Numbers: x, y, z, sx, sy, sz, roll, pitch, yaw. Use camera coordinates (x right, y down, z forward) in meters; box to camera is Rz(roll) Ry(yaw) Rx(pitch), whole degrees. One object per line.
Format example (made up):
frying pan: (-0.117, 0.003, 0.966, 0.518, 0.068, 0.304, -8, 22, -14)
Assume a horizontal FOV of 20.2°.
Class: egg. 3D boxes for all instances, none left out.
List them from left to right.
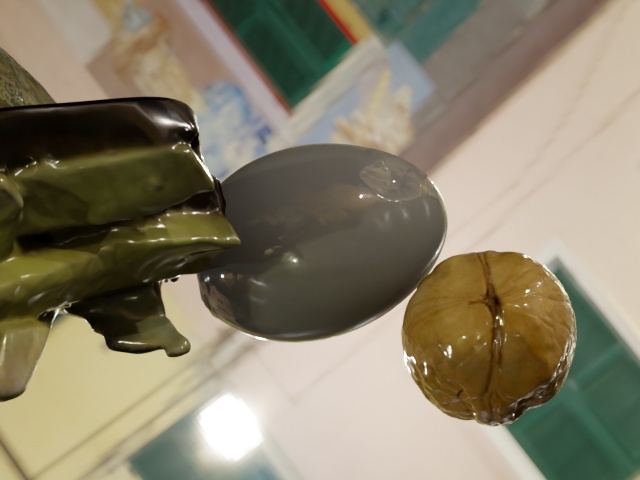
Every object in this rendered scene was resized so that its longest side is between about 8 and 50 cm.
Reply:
egg: (0.000, 0.000, 1.613, 0.232, 0.176, 0.176, -14, -9, 9)

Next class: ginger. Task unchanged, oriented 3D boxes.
ginger: (-0.253, 0.067, 1.418, 0.413, 0.211, 0.358, -16, -22, 8)

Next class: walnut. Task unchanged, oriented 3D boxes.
walnut: (0.138, 0.081, 1.470, 0.144, 0.144, 0.180, -37, -26, -2)

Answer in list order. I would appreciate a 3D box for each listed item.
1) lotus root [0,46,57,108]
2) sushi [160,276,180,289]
lotus root: (-0.371, -0.083, 1.664, 0.250, 0.250, 0.346, -39, -39, 7)
sushi: (-0.195, -0.026, 1.975, 0.097, 0.226, 0.103, 7, -12, -11)
